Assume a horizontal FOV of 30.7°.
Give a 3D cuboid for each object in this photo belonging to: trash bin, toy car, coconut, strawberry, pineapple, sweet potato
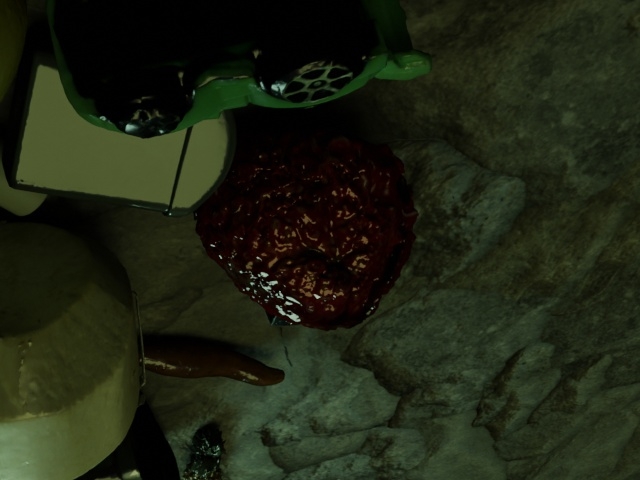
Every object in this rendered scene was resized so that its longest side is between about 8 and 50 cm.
[{"bbox_3d":[-0.209,-0.123,1.253,0.236,0.101,0.176,6,116,-25],"label":"trash bin"},{"bbox_3d":[-0.077,-0.215,1.147,0.359,0.213,0.176,-16,164,-1],"label":"toy car"},{"bbox_3d":[-0.357,0.144,1.403,0.323,0.323,0.323,-12,142,-9],"label":"coconut"},{"bbox_3d":[-0.013,-0.008,1.387,0.274,0.220,0.274,-5,133,-5],"label":"strawberry"},{"bbox_3d":[-0.189,0.370,1.933,0.074,0.074,0.159,-3,135,-19],"label":"pineapple"},{"bbox_3d":[-0.169,0.177,1.710,0.265,0.057,0.057,9,135,-31],"label":"sweet potato"}]

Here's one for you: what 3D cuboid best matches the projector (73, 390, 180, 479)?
[{"bbox_3d":[-0.430,0.366,1.686,0.405,0.242,0.395,-15,145,-2],"label":"projector"}]

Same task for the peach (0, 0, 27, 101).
[{"bbox_3d":[-0.412,-0.182,0.983,0.316,0.281,0.314,-14,137,-21],"label":"peach"}]

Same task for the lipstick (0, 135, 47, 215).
[{"bbox_3d":[-0.403,-0.109,1.245,0.070,0.070,0.254,-34,140,19],"label":"lipstick"}]

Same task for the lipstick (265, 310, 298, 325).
[{"bbox_3d":[0.000,0.000,1.564,0.051,0.051,0.312,4,136,-26],"label":"lipstick"}]
